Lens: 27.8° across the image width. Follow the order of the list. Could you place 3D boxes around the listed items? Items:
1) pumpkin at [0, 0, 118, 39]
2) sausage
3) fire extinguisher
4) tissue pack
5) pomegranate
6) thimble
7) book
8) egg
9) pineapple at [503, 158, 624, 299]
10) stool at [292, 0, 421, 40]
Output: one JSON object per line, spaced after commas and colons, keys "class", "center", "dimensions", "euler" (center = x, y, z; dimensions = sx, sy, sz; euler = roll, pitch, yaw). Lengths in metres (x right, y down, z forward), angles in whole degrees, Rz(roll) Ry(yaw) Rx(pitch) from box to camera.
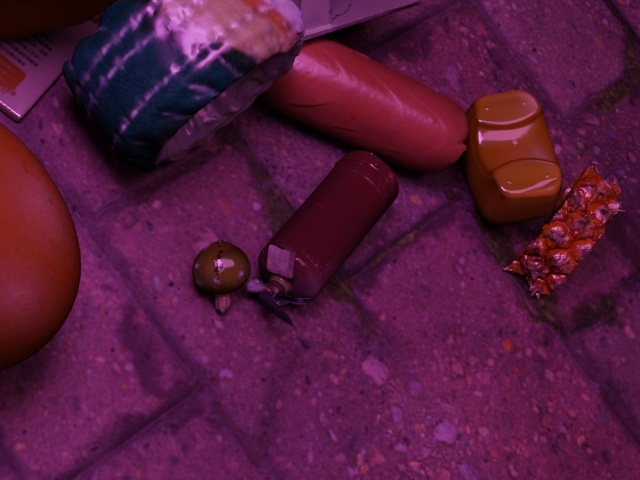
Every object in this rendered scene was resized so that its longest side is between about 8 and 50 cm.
{"class": "pumpkin", "center": [-0.376, -0.348, 1.490], "dimensions": [0.332, 0.332, 0.199], "euler": [6, 80, -25]}
{"class": "sausage", "center": [0.063, -0.186, 1.765], "dimensions": [0.304, 0.121, 0.121], "euler": [22, 61, -16]}
{"class": "fire extinguisher", "center": [0.000, 0.000, 1.666], "dimensions": [0.105, 0.105, 0.269], "euler": [43, 56, -4]}
{"class": "tissue pack", "center": [0.266, -0.111, 1.832], "dimensions": [0.123, 0.127, 0.178], "euler": [-8, 66, -11]}
{"class": "pomegranate", "center": [-0.120, 0.042, 1.614], "dimensions": [0.073, 0.073, 0.084], "euler": [-47, 130, -33]}
{"class": "thimble", "center": [-0.160, -0.225, 1.575], "dimensions": [0.167, 0.288, 0.254], "euler": [51, 14, 3]}
{"class": "book", "center": [-0.382, -0.313, 1.654], "dimensions": [0.208, 0.020, 0.295], "euler": [39, 58, -8]}
{"class": "egg", "center": [-0.410, -0.005, 1.348], "dimensions": [0.351, 0.283, 0.282], "euler": [38, 54, -36]}
{"class": "pineapple", "center": [0.364, -0.032, 1.844], "dimensions": [0.079, 0.135, 0.233], "euler": [39, 59, -6]}
{"class": "stool", "center": [-0.002, -0.422, 1.718], "dimensions": [0.270, 0.243, 0.170], "euler": [-23, 39, -38]}
